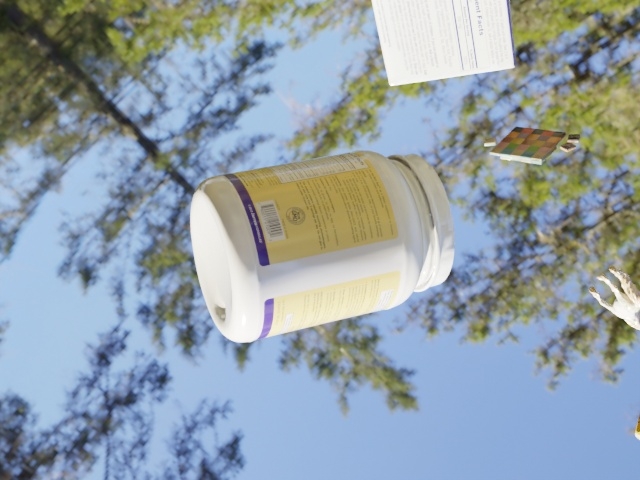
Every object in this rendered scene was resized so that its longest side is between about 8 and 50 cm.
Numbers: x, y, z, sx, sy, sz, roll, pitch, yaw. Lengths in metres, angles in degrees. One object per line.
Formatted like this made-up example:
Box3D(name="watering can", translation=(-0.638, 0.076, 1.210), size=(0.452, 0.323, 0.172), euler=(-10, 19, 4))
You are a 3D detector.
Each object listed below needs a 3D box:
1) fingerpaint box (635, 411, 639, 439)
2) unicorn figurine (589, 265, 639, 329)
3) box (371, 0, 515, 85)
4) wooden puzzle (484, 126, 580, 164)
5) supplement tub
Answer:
Box3D(name="fingerpaint box", translation=(0.507, 0.115, 0.952), size=(0.163, 0.445, 0.371), euler=(-2, -122, 44))
Box3D(name="unicorn figurine", translation=(0.495, 0.099, 1.596), size=(0.060, 0.111, 0.162), euler=(-46, 164, 7))
Box3D(name="box", translation=(0.128, -0.242, 1.027), size=(0.137, 0.126, 0.072), euler=(-6, -142, 13))
Box3D(name="wooden puzzle", translation=(0.183, -0.083, 0.859), size=(0.083, 0.006, 0.049), euler=(13, -139, 37))
Box3D(name="supplement tub", translation=(0.000, 0.000, 1.417), size=(0.331, 0.241, 0.241), euler=(-11, -158, -20))
